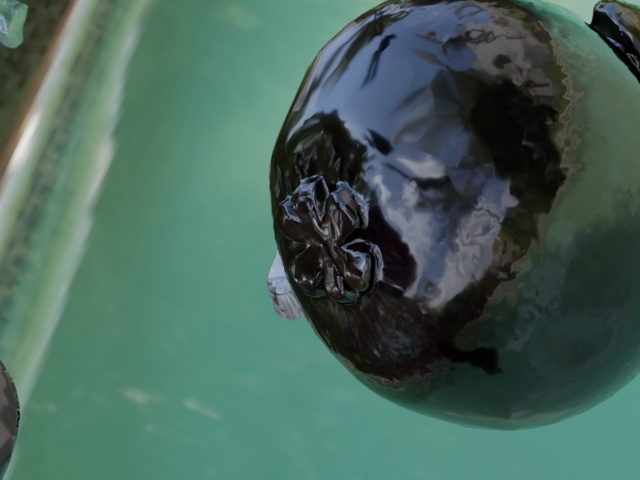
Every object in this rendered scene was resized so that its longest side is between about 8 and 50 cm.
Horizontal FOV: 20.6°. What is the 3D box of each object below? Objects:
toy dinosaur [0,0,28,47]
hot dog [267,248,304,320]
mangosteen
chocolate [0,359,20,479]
[{"bbox_3d":[-0.309,-0.101,1.015,0.383,0.076,0.129,9,72,40],"label":"toy dinosaur"},{"bbox_3d":[0.000,0.000,1.798,0.099,0.053,0.192,-13,47,41],"label":"hot dog"},{"bbox_3d":[0.170,-0.039,1.492,0.382,0.435,0.382,27,124,49],"label":"mangosteen"},{"bbox_3d":[-0.358,0.163,1.261,0.284,0.283,0.186,-78,5,-48],"label":"chocolate"}]
